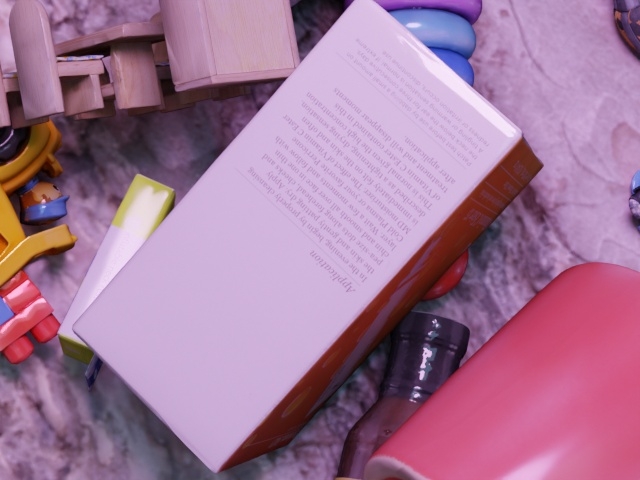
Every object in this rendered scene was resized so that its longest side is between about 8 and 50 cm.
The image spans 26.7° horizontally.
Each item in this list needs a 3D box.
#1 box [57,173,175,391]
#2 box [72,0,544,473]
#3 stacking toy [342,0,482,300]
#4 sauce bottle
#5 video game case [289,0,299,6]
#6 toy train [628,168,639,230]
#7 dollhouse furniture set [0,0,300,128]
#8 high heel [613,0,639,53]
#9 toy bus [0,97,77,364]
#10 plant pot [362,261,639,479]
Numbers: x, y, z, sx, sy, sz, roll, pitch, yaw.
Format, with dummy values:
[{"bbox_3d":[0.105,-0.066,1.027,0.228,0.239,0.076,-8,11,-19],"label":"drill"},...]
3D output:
[{"bbox_3d":[-0.183,0.039,1.194,0.042,0.109,0.178,25,74,-1],"label":"box"},{"bbox_3d":[0.000,0.000,1.106,0.168,0.215,0.345,44,98,12],"label":"box"},{"bbox_3d":[0.088,-0.109,1.255,0.141,0.141,0.330,-1,80,-6],"label":"stacking toy"},{"bbox_3d":[0.060,0.232,1.171,0.111,0.111,0.344,14,76,-3],"label":"sauce bottle"},{"bbox_3d":[-0.025,-0.336,1.200,0.036,0.329,0.299,18,73,-24],"label":"video game case"},{"bbox_3d":[0.385,-0.057,1.299,0.184,0.080,0.105,-34,88,-13],"label":"toy train"},{"bbox_3d":[-0.146,-0.190,1.091,0.212,0.242,0.161,-13,95,-47],"label":"dollhouse furniture set"},{"bbox_3d":[0.394,-0.293,1.375,0.261,0.093,0.186,-23,102,-24],"label":"high heel"},{"bbox_3d":[-0.290,-0.007,1.186,0.220,0.149,0.211,-42,97,-17],"label":"toy bus"},{"bbox_3d":[0.184,0.190,1.055,0.243,0.275,0.275,-30,81,-22],"label":"plant pot"}]
